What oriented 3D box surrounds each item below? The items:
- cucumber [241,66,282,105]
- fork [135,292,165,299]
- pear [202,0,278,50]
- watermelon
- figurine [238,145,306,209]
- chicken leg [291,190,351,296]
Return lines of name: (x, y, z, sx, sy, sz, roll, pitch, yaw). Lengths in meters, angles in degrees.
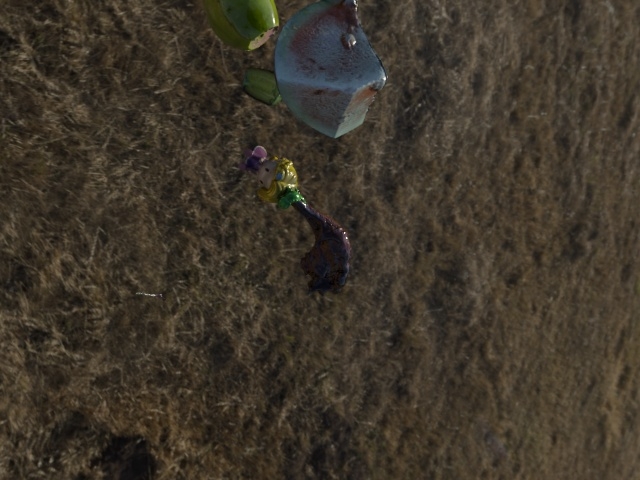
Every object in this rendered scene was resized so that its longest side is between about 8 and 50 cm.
cucumber: (-0.182, -0.541, 1.667, 0.085, 0.192, 0.116, -35, 144, -61)
fork: (-0.545, 0.176, 1.516, 0.016, 0.012, 0.115, -36, 150, 19)
pear: (-0.216, -0.602, 1.214, 0.187, 0.187, 0.220, -45, 103, -24)
watermelon: (0.026, -0.362, 0.983, 0.289, 0.213, 0.320, -24, 125, -46)
figurine: (-0.080, -0.125, 0.977, 0.114, 0.156, 0.095, -11, 134, -47)
chicken leg: (0.000, 0.000, 1.316, 0.157, 0.096, 0.407, -15, 130, 5)
